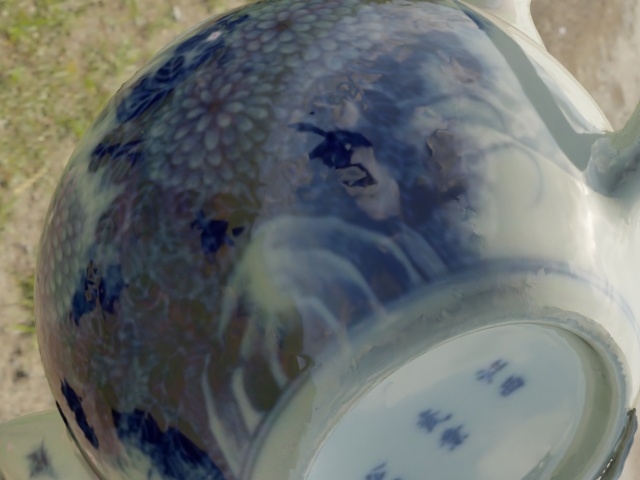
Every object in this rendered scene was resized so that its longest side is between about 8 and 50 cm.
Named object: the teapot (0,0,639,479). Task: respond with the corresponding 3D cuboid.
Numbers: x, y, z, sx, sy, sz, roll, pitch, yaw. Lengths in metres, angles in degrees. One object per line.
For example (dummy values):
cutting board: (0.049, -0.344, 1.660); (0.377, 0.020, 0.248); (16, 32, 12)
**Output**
teapot: (0.000, 0.000, 0.602); (0.252, 0.424, 0.280); (37, 14, -42)
